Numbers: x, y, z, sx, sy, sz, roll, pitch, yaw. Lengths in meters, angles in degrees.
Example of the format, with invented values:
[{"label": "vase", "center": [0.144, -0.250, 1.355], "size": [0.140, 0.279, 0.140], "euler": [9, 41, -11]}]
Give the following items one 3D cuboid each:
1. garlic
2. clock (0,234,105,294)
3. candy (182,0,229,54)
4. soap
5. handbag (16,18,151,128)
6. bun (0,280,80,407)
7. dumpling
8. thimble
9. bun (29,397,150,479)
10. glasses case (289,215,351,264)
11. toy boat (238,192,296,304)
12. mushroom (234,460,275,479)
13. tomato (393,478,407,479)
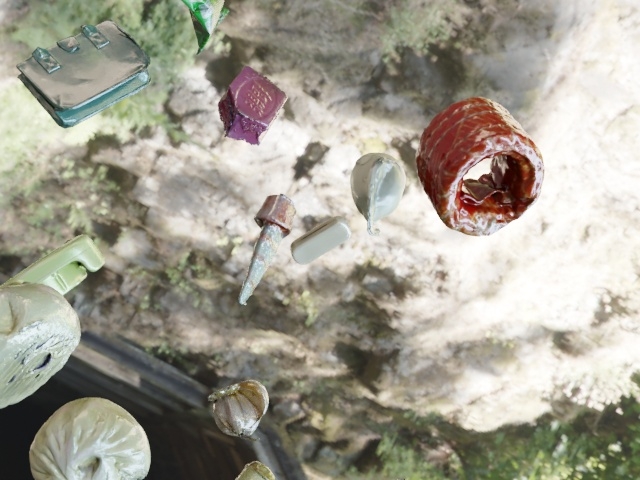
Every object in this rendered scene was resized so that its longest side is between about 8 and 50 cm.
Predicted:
[{"label": "garlic", "center": [-0.274, 0.553, 2.403], "size": [0.207, 0.207, 0.257], "euler": [-58, -165, 5]}, {"label": "clock", "center": [-0.789, 0.119, 2.106], "size": [0.348, 0.117, 0.286], "euler": [-37, -168, -17]}, {"label": "candy", "center": [-0.239, -0.496, 1.497], "size": [0.203, 0.078, 0.141], "euler": [69, 20, -59]}, {"label": "soap", "center": [-0.196, -0.361, 2.043], "size": [0.099, 0.162, 0.250], "euler": [-46, -166, 36]}, {"label": "handbag", "center": [-0.669, -0.487, 2.121], "size": [0.326, 0.238, 0.089], "euler": [-39, 168, -27]}, {"label": "bun", "center": [-0.572, 0.188, 1.361], "size": [0.273, 0.168, 0.273], "euler": [-41, 160, -18]}, {"label": "dumpling", "center": [0.175, -0.148, 2.335], "size": [0.341, 0.181, 0.260], "euler": [-158, -106, -73]}, {"label": "thimble", "center": [0.440, -0.202, 2.073], "size": [0.350, 0.350, 0.231], "euler": [-53, -145, 23]}, {"label": "bun", "center": [-0.387, 0.367, 1.248], "size": [0.178, 0.193, 0.128], "euler": [-53, -174, 0]}, {"label": "glasses case", "center": [0.000, 0.000, 2.242], "size": [0.196, 0.083, 0.050], "euler": [-30, -144, 7]}, {"label": "toy boat", "center": [-0.143, 0.038, 1.829], "size": [0.206, 0.096, 0.282], "euler": [99, 8, -70]}, {"label": "mushroom", "center": [-0.158, 0.542, 1.327], "size": [0.100, 0.081, 0.312], "euler": [96, 12, -49]}, {"label": "tomato", "center": [0.197, 0.680, 1.808], "size": [0.167, 0.167, 0.167], "euler": [-54, -165, 22]}]
